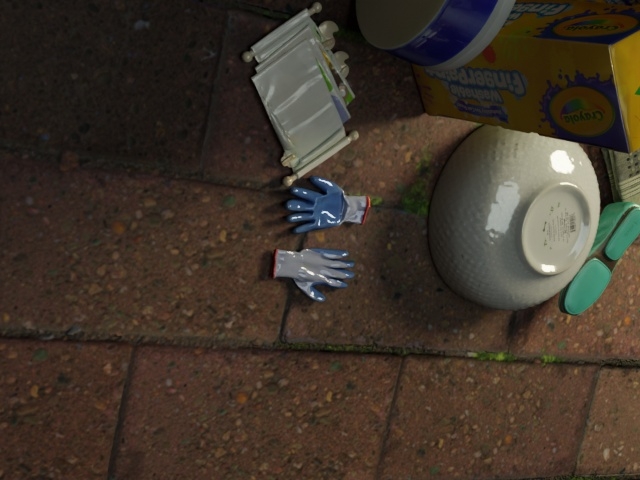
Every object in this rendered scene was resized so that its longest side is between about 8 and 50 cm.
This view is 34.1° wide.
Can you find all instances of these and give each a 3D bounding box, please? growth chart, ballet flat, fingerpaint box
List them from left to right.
[{"bbox_3d":[-0.021,-0.220,1.565,0.172,0.021,0.237,-31,118,-22],"label":"growth chart"},{"bbox_3d":[0.407,-0.305,1.553,0.371,0.445,0.163,-29,116,-22],"label":"fingerpaint box"},{"bbox_3d":[0.505,0.032,1.926,0.083,0.087,0.247,39,84,-26],"label":"ballet flat"}]

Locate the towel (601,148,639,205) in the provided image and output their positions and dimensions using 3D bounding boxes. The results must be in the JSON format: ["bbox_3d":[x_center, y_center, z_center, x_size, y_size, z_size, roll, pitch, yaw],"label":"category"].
[{"bbox_3d":[0.657,-0.234,1.948,0.324,0.056,0.312,-25,118,-12],"label":"towel"}]

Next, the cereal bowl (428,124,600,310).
[{"bbox_3d":[0.356,-0.035,1.783,0.339,0.141,0.339,-9,107,-29],"label":"cereal bowl"}]

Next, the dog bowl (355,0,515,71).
[{"bbox_3d":[0.166,-0.383,1.489,0.104,0.265,0.265,14,96,-32],"label":"dog bowl"}]

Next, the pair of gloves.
[{"bbox_3d":[0.000,0.000,1.640,0.159,0.023,0.198,7,99,-33],"label":"pair of gloves"}]
